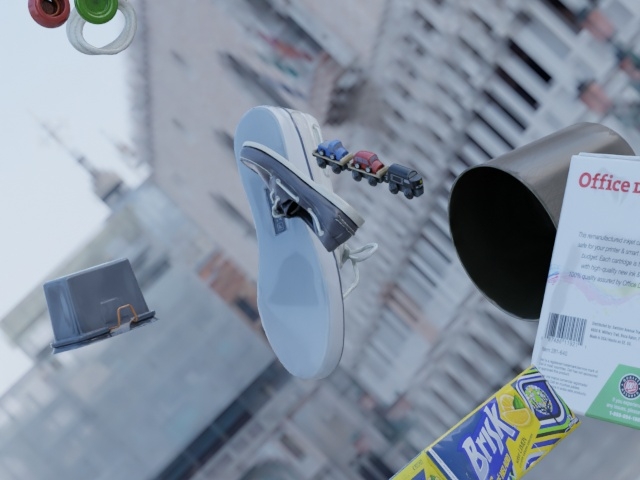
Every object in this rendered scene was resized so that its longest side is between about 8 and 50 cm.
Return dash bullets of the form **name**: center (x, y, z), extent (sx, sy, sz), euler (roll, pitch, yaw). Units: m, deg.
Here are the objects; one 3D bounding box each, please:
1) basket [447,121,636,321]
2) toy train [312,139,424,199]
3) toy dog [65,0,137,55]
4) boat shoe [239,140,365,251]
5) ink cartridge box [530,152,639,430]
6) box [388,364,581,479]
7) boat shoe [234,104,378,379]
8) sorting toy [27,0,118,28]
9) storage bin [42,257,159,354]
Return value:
- **basket**: center (0.283, -0.042, 2.151), extent (0.154, 0.204, 0.227), euler (-10, 18, 43)
- **toy train**: center (0.054, -0.087, 2.081), extent (0.027, 0.158, 0.036), euler (-36, -45, -41)
- **toy dog**: center (-0.206, -0.395, 2.229), extent (0.334, 0.220, 0.161), euler (-28, -13, -22)
- **boat shoe**: center (-0.038, -0.056, 2.211), extent (0.065, 0.206, 0.075), euler (-52, -31, -5)
- **ink cartridge box**: center (0.345, 0.058, 1.873), extent (0.117, 0.201, 0.278), euler (12, -92, -37)
- **box**: center (0.105, 0.142, 1.163), extent (0.059, 0.054, 0.169), euler (-46, -10, 33)
- **boat shoe**: center (-0.006, 0.001, 2.362), extent (0.136, 0.367, 0.156), euler (-24, -15, 41)
- **sorting toy**: center (-0.277, -0.262, 1.952), extent (0.102, 0.061, 0.042), euler (-7, -4, -28)
- **storage bin**: center (-0.279, 0.078, 2.230), extent (0.135, 0.091, 0.098), euler (-20, 4, -43)
